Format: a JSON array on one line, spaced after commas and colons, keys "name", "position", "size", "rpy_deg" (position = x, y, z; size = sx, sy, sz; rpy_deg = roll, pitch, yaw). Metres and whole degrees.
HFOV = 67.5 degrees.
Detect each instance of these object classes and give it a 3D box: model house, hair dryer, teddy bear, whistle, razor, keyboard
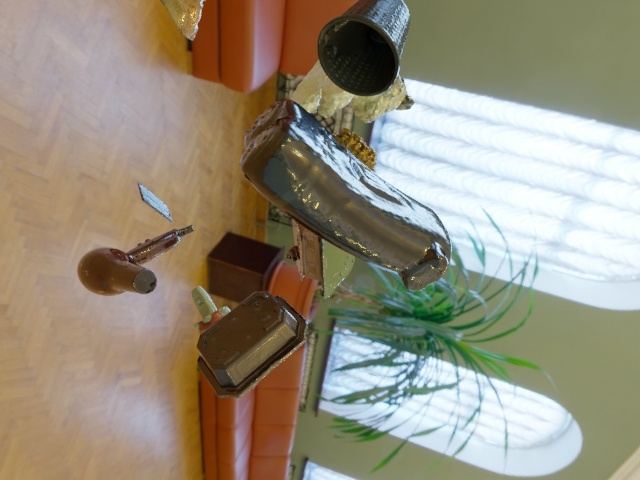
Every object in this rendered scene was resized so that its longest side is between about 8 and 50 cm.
[{"name": "model house", "position": [0.000, 0.001, 1.460], "size": [0.207, 0.154, 0.294], "rpy_deg": [-46, 145, -43]}, {"name": "hair dryer", "position": [-0.436, 0.034, 1.257], "size": [0.340, 0.312, 0.123], "rpy_deg": [-36, 119, -44]}, {"name": "teddy bear", "position": [0.127, -0.428, 1.512], "size": [0.362, 0.327, 0.375], "rpy_deg": [49, 49, -40]}, {"name": "whistle", "position": [-0.281, 0.239, 1.315], "size": [0.101, 0.253, 0.106], "rpy_deg": [-30, 174, 0]}, {"name": "razor", "position": [0.041, -0.064, 0.724], "size": [0.113, 0.349, 0.204], "rpy_deg": [-47, -159, 24]}, {"name": "keyboard", "position": [-0.480, -0.108, 1.396], "size": [0.198, 0.010, 0.064], "rpy_deg": [70, -2, -74]}]

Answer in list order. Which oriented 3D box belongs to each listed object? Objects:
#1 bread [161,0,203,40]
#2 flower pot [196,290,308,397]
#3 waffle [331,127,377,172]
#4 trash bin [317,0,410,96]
[{"name": "bread", "position": [-0.483, -0.873, 1.734], "size": [0.252, 0.133, 0.174], "rpy_deg": [61, 16, -48]}, {"name": "flower pot", "position": [-0.164, 0.211, 1.060], "size": [0.251, 0.179, 0.084], "rpy_deg": [-39, 136, -15]}, {"name": "waffle", "position": [0.116, -0.318, 1.717], "size": [0.070, 0.197, 0.193], "rpy_deg": [-50, -160, -13]}, {"name": "trash bin", "position": [0.102, -0.409, 0.970], "size": [0.175, 0.175, 0.161], "rpy_deg": [91, 24, -56]}]
